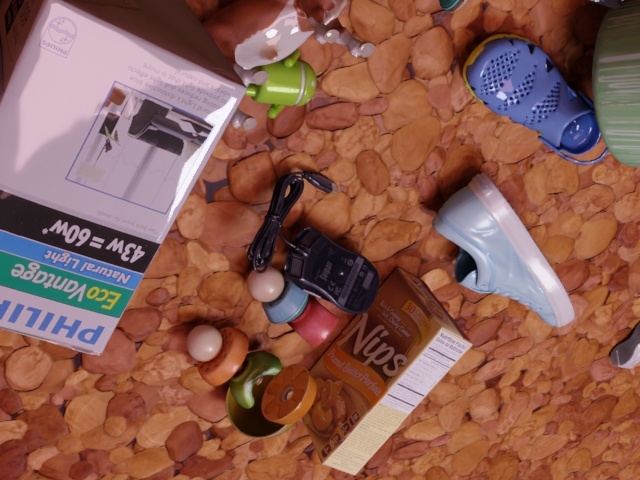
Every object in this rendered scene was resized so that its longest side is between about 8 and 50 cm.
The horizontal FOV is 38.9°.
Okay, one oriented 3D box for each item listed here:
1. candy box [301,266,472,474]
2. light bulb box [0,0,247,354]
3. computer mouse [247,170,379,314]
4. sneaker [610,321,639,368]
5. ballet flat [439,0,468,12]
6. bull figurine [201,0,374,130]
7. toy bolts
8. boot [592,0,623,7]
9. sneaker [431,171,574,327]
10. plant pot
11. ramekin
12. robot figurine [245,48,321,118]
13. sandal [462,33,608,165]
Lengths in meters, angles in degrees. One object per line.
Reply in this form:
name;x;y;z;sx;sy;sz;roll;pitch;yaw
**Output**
candy box;0.097;0.225;1.569;0.087;0.183;0.316;28;108;-35
light bulb box;-0.300;-0.129;1.058;0.225;0.358;0.361;21;110;-30
computer mouse;0.000;0.000;1.448;0.262;0.060;0.184;26;78;-35
sneaker;0.675;0.210;1.894;0.152;0.054;0.061;-45;136;17
ballet flat;0.226;-0.419;1.277;0.067;0.073;0.206;-8;129;-35
bull figurine;-0.044;-0.287;1.187;0.310;0.188;0.101;-34;144;9
toy bolts;-0.089;0.156;1.451;0.158;0.218;0.228;41;82;-31
boot;0.466;-0.476;1.293;0.377;0.138;0.284;9;117;-23
sneaker;0.312;0.043;1.588;0.150;0.135;0.366;-34;120;10
plant pot;-0.084;0.285;1.579;0.134;0.134;0.095;-38;150;4
ramekin;0.540;-0.249;1.392;0.303;0.148;0.303;-5;97;-48
robot figurine;-0.057;-0.225;1.281;0.115;0.067;0.101;2;129;-24
sandal;0.357;-0.214;1.423;0.317;0.138;0.126;24;112;-31
